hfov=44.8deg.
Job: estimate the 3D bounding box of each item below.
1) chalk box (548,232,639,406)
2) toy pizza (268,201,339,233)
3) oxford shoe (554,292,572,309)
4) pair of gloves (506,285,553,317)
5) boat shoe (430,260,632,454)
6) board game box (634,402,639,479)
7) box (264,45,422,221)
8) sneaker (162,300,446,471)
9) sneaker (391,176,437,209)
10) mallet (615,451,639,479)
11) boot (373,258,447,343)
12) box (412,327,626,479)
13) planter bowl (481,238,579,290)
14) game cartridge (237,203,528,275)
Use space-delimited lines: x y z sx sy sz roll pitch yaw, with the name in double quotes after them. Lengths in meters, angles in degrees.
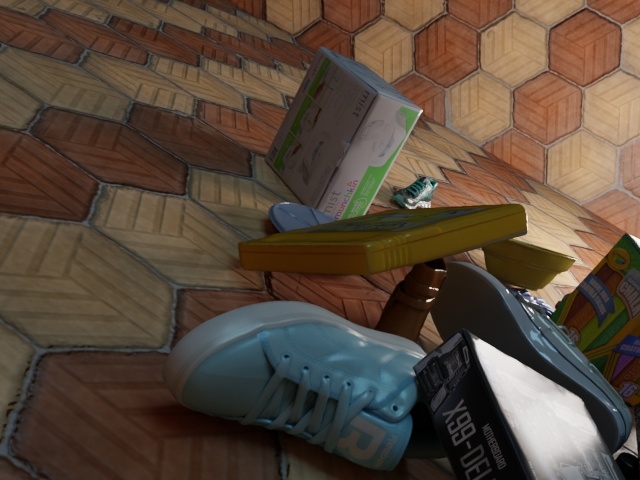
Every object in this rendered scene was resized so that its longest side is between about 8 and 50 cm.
0.572 0.122 1.344 0.179 0.289 0.180 23 28 -19 "chalk box"
0.000 0.000 1.302 0.201 0.032 0.201 26 20 -10 "toy pizza"
0.611 0.139 1.584 0.348 0.130 0.123 17 6 -37 "oxford shoe"
0.415 0.143 1.512 0.159 0.023 0.198 18 22 -21 "pair of gloves"
0.325 0.165 1.180 0.367 0.135 0.156 43 25 28 "boat shoe"
0.536 0.318 0.985 0.232 0.141 0.291 50 23 5 "board game box"
0.035 -0.203 1.503 0.127 0.262 0.231 12 25 -39 "box"
0.022 0.161 0.798 0.366 0.135 0.150 11 23 -37 "sneaker"
0.221 -0.115 1.799 0.065 0.076 0.166 35 21 21 "sneaker"
0.339 0.321 0.979 0.190 0.062 0.039 -9 35 -36 "mallet"
0.114 0.101 1.030 0.073 0.152 0.197 27 20 -4 "boot"
0.234 0.261 0.763 0.242 0.076 0.307 31 28 -34 "box"
0.411 0.048 1.599 0.217 0.090 0.217 17 5 -2 "planter bowl"
0.082 -0.005 1.095 0.324 0.052 0.285 -10 6 -41 "game cartridge"
